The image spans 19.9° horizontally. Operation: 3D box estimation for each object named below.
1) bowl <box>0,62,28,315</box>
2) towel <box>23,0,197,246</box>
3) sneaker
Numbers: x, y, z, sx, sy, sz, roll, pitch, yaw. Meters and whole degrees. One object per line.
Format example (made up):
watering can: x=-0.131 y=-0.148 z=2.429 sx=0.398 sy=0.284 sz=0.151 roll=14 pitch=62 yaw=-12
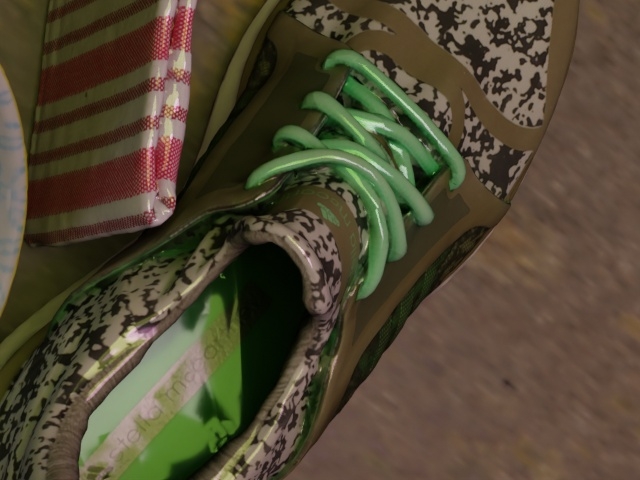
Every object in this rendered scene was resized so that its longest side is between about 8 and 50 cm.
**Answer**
bowl: x=-0.273 y=-0.007 z=0.694 sx=0.156 sy=0.289 sz=0.289 roll=33 pitch=73 yaw=32
towel: x=-0.082 y=-0.095 z=0.781 sx=0.029 sy=0.144 sz=0.197 roll=10 pitch=82 yaw=-26
sneaker: x=0.000 y=0.000 z=0.774 sx=0.158 sy=0.182 sz=0.410 roll=38 pitch=76 yaw=-10
